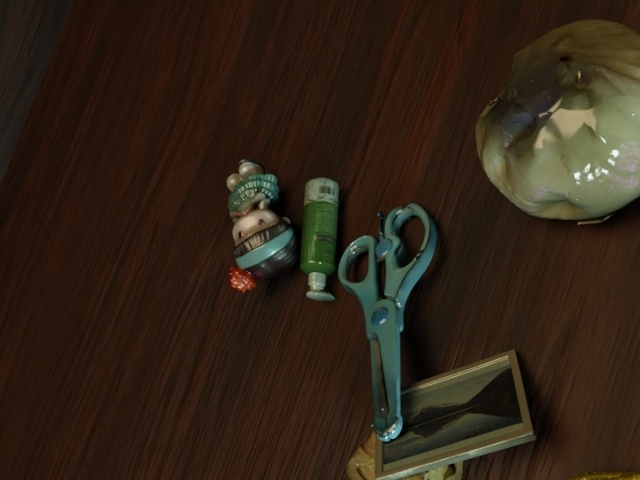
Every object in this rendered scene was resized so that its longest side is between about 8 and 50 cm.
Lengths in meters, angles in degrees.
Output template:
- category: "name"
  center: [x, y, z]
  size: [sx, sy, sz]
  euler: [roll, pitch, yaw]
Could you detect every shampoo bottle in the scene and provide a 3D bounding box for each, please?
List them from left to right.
- category: "shampoo bottle"
  center: [0.000, 0.000, 1.260]
  size: [0.065, 0.065, 0.204]
  euler: [-16, 61, 39]

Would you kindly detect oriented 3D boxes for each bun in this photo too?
- category: "bun"
  center: [0.316, -0.157, 0.954]
  size: [0.273, 0.168, 0.272]
  euler: [-28, 48, 36]

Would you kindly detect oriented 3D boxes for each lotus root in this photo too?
- category: "lotus root"
  center: [0.120, 0.296, 0.986]
  size: [0.135, 0.095, 0.159]
  euler: [7, 41, 47]

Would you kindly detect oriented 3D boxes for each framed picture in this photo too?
- category: "framed picture"
  center: [0.162, 0.220, 0.957]
  size: [0.203, 0.015, 0.150]
  euler: [-22, 27, 18]

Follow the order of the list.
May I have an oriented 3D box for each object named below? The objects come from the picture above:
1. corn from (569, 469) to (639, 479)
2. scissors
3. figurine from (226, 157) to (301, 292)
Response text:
- category: "corn"
  center: [0.356, 0.277, 0.798]
  size: [0.203, 0.072, 0.071]
  euler: [-17, 62, 37]
- category: "scissors"
  center: [0.097, 0.105, 1.081]
  size: [0.180, 0.032, 0.392]
  euler: [-31, 38, 31]
- category: "figurine"
  center: [-0.116, -0.030, 1.355]
  size: [0.138, 0.110, 0.245]
  euler: [-42, 44, 26]
